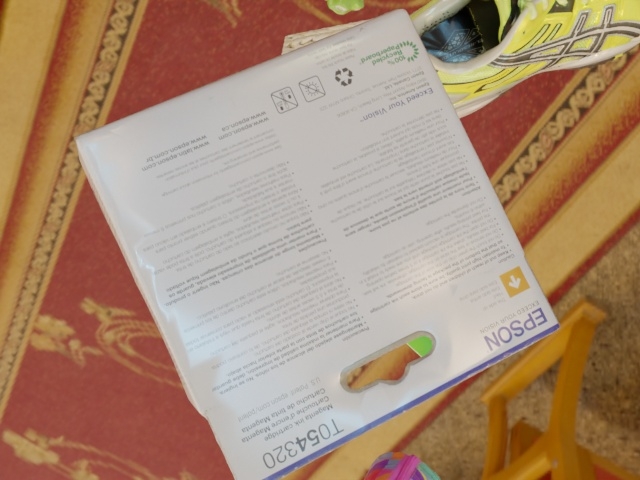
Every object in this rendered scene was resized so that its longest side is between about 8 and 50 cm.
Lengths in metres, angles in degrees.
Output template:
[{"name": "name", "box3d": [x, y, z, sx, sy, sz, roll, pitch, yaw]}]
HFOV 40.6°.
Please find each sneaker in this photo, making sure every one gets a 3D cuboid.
[{"name": "sneaker", "box3d": [0.241, -0.244, 0.913, 0.384, 0.147, 0.145, -31, 81, 7]}]

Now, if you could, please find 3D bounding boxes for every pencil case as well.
[{"name": "pencil case", "box3d": [0.069, 0.299, 0.927, 0.104, 0.236, 0.104, 1, 92, 15]}]

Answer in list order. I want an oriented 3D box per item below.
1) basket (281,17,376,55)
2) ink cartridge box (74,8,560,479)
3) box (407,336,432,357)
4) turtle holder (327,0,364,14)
[{"name": "basket", "box3d": [0.036, -0.216, 1.149, 0.167, 0.103, 0.113, -4, 157, 24]}, {"name": "ink cartridge box", "box3d": [0.000, 0.000, 0.770, 0.330, 0.324, 0.071, 65, 165, 3]}, {"name": "box", "box3d": [0.123, 0.065, 1.488, 0.127, 0.231, 0.262, -47, 131, 0]}, {"name": "turtle holder", "box3d": [-0.028, -0.572, 1.610, 0.227, 0.243, 0.320, 31, 131, 38]}]
